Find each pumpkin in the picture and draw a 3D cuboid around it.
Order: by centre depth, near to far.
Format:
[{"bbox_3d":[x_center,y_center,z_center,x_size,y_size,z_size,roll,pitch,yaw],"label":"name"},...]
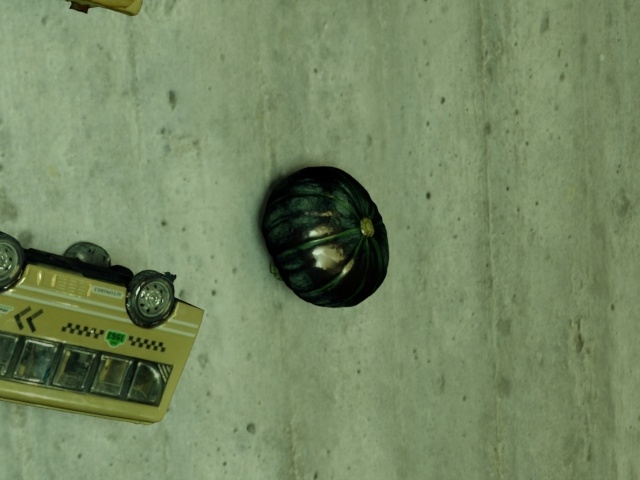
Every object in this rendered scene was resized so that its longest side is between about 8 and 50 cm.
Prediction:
[{"bbox_3d":[0.010,-0.005,2.046,0.194,0.150,0.194,-13,108,-47],"label":"pumpkin"}]

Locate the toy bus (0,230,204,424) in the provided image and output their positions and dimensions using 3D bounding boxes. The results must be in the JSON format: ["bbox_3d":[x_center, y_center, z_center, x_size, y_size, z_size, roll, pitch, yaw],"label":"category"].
[{"bbox_3d":[-0.327,0.092,1.777,0.365,0.177,0.202,17,91,-40],"label":"toy bus"}]

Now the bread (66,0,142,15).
[{"bbox_3d":[-0.325,-0.440,1.699,0.370,0.191,0.314,23,86,-33],"label":"bread"}]
